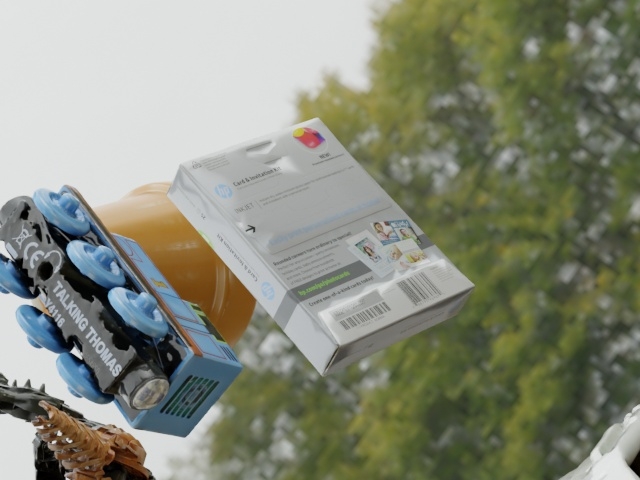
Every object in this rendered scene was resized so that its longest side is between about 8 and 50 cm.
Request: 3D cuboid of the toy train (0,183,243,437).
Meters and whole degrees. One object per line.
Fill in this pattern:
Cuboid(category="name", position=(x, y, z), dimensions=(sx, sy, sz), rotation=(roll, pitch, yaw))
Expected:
Cuboid(category="toy train", position=(-0.133, 0.041, 1.139), dimensions=(0.080, 0.184, 0.105), rotation=(-50, -35, 12))

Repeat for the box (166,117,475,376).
Cuboid(category="box", position=(0.000, 0.000, 1.334), dimensions=(0.145, 0.186, 0.038), rotation=(-22, -28, -42))

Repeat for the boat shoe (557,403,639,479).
Cuboid(category="boat shoe", position=(0.188, 0.107, 0.824), dimensions=(0.156, 0.136, 0.367), rotation=(-47, -22, 22))

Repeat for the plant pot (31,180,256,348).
Cuboid(category="plant pot", position=(-0.202, 0.037, 1.963), dimensions=(0.188, 0.205, 0.205), rotation=(0, -55, -51))

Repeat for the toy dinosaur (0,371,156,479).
Cuboid(category="toy dinosaur", position=(-0.229, 0.205, 1.688), dimensions=(0.322, 0.218, 0.164), rotation=(98, -170, -45))
